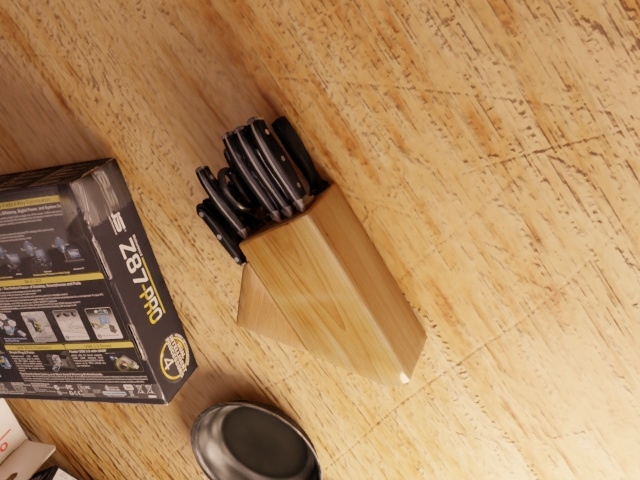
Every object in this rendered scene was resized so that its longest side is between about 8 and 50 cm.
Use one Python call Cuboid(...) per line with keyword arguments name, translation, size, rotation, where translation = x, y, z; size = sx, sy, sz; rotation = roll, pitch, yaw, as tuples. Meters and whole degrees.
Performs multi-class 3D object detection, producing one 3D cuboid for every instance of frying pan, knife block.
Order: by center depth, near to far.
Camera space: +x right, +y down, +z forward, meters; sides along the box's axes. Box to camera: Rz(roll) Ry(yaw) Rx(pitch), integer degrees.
Cuboid(name="knife block", translation=(0.000, 0.000, 0.698), size=(0.275, 0.088, 0.242), rotation=(21, 123, 13))
Cuboid(name="frying pan", translation=(-0.026, 0.312, 0.897), size=(0.325, 0.053, 0.197), rotation=(15, 121, 13))

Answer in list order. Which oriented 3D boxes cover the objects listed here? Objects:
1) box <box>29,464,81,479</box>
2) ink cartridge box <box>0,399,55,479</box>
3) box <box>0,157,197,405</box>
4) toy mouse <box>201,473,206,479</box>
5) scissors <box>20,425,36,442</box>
Cuboid(name="box", translation=(-0.423, 0.516, 1.125), size=(0.295, 0.073, 0.293), rotation=(-29, 115, 33))
Cuboid(name="ink cartridge box", translation=(-0.633, 0.337, 1.059), size=(0.353, 0.207, 0.119), rotation=(2, 123, 25))
Cuboid(name="box", translation=(-0.395, 0.071, 0.901), size=(0.394, 0.097, 0.319), rotation=(-5, 116, 26))
Cuboid(name="toy mouse", translation=(-0.147, 0.458, 1.036), size=(0.161, 0.031, 0.143), rotation=(31, 124, 5))
Cuboid(name="scissors", translation=(-0.591, 0.244, 1.125), size=(0.109, 0.021, 0.297), rotation=(-22, 107, 29))
